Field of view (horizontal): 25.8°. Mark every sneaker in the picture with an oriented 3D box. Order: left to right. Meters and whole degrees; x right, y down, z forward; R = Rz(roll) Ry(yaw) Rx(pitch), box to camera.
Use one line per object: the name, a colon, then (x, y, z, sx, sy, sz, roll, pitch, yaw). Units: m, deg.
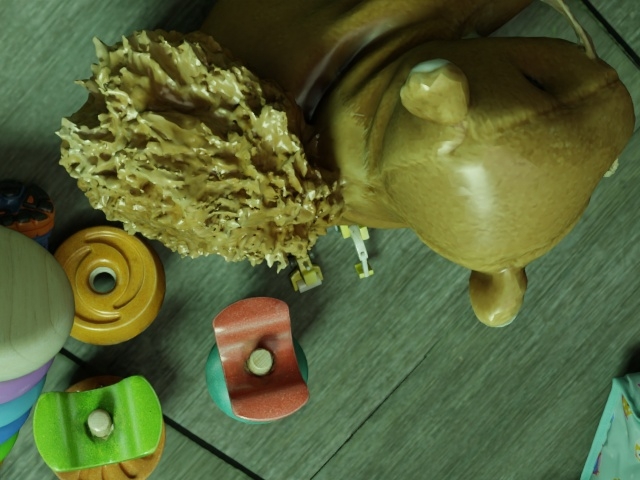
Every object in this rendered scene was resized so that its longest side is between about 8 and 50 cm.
sneaker: (-0.315, 0.019, 1.088, 0.221, 0.083, 0.087, -8, 123, -14)

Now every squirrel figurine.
squirrel figurine: (0.020, -0.070, 0.997, 0.397, 0.370, 0.281, -20, 120, -11)

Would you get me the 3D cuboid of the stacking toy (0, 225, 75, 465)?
stacking toy: (-0.291, 0.139, 1.095, 0.141, 0.141, 0.330, 4, 137, -22)

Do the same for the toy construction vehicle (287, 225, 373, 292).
toy construction vehicle: (0.000, 0.000, 1.218, 0.086, 0.035, 0.098, -19, 119, -11)

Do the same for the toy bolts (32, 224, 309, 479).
toy bolts: (-0.127, 0.100, 1.193, 0.229, 0.158, 0.218, -7, 76, -7)

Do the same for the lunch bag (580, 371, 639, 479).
lunch bag: (0.390, 0.253, 1.415, 0.223, 0.160, 0.262, -9, 128, -20)
